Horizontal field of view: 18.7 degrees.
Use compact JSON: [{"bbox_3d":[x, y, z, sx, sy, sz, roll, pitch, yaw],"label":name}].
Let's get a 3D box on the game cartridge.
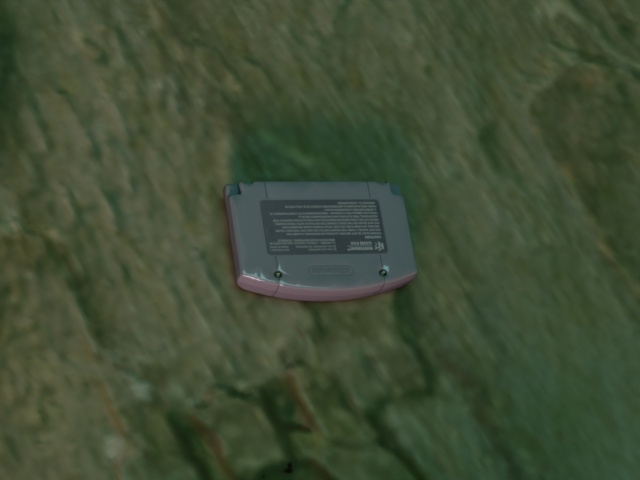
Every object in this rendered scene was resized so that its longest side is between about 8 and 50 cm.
[{"bbox_3d":[0.000,0.000,0.867,0.083,0.017,0.056,0,60,-17],"label":"game cartridge"}]
